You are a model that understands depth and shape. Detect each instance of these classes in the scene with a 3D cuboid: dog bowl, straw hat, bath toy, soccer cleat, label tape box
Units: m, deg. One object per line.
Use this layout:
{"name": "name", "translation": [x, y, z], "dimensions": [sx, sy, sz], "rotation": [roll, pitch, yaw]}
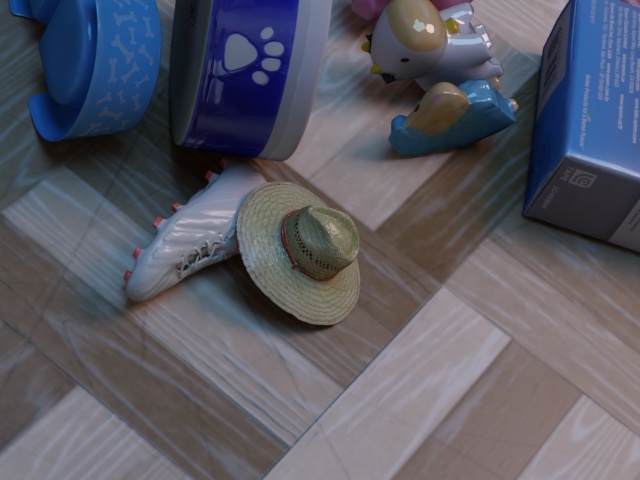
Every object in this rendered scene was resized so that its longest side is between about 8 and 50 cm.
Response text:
{"name": "dog bowl", "translation": [-0.068, -0.210, 1.449], "dimensions": [0.104, 0.265, 0.265], "rotation": [6, 52, -13]}
{"name": "straw hat", "translation": [0.000, 0.000, 1.414], "dimensions": [0.144, 0.061, 0.144], "rotation": [19, 57, -33]}
{"name": "bath toy", "translation": [0.086, -0.251, 1.637], "dimensions": [0.129, 0.151, 0.348], "rotation": [-25, 58, 15]}
{"name": "soccer cleat", "translation": [-0.102, -0.004, 1.412], "dimensions": [0.076, 0.068, 0.196], "rotation": [36, 48, 5]}
{"name": "dog bowl", "translation": [-0.222, -0.223, 1.480], "dimensions": [0.074, 0.166, 0.297], "rotation": [6, 51, -31]}
{"name": "label tape box", "translation": [0.397, -0.093, 1.631], "dimensions": [0.347, 0.115, 0.249], "rotation": [19, 50, -9]}

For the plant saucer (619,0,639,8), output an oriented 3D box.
{"name": "plant saucer", "translation": [0.489, -0.320, 1.847], "dimensions": [0.332, 0.084, 0.332], "rotation": [8, 51, -11]}
